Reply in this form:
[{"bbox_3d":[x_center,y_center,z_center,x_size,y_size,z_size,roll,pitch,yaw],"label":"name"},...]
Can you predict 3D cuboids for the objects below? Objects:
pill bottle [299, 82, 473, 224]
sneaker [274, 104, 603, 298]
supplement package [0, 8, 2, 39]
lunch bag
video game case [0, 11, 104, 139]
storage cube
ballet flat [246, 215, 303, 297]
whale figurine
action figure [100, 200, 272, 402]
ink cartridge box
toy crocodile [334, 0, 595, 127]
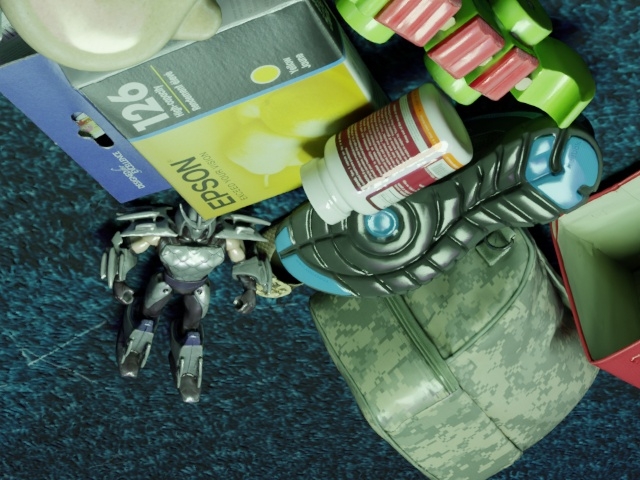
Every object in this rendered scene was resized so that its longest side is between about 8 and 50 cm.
[{"bbox_3d":[0.060,-0.078,1.643,0.152,0.086,0.086,-28,141,17],"label":"pill bottle"},{"bbox_3d":[0.120,-0.043,1.758,0.341,0.139,0.125,-18,112,12],"label":"sneaker"},{"bbox_3d":[-0.400,-0.188,1.470,0.244,0.134,0.139,-30,139,28],"label":"supplement package"},{"bbox_3d":[0.168,0.114,1.949,0.256,0.212,0.305,-33,144,6],"label":"lunch bag"},{"bbox_3d":[-0.193,-0.188,1.609,0.212,0.023,0.193,-26,141,23],"label":"video game case"},{"bbox_3d":[0.391,0.046,1.898,0.183,0.215,0.193,-30,145,28],"label":"storage cube"},{"bbox_3d":[0.000,0.000,1.883,0.084,0.058,0.250,23,135,-35],"label":"ballet flat"},{"bbox_3d":[-0.147,-0.262,1.437,0.272,0.141,0.216,-35,121,-3],"label":"whale figurine"},{"bbox_3d":[-0.150,0.051,1.896,0.185,0.099,0.285,11,138,-8],"label":"action figure"},{"bbox_3d":[-0.109,-0.121,1.644,0.307,0.072,0.303,-22,152,11],"label":"ink cartridge box"},{"bbox_3d":[0.117,-0.198,1.570,0.115,0.105,0.340,-41,134,23],"label":"toy crocodile"}]
